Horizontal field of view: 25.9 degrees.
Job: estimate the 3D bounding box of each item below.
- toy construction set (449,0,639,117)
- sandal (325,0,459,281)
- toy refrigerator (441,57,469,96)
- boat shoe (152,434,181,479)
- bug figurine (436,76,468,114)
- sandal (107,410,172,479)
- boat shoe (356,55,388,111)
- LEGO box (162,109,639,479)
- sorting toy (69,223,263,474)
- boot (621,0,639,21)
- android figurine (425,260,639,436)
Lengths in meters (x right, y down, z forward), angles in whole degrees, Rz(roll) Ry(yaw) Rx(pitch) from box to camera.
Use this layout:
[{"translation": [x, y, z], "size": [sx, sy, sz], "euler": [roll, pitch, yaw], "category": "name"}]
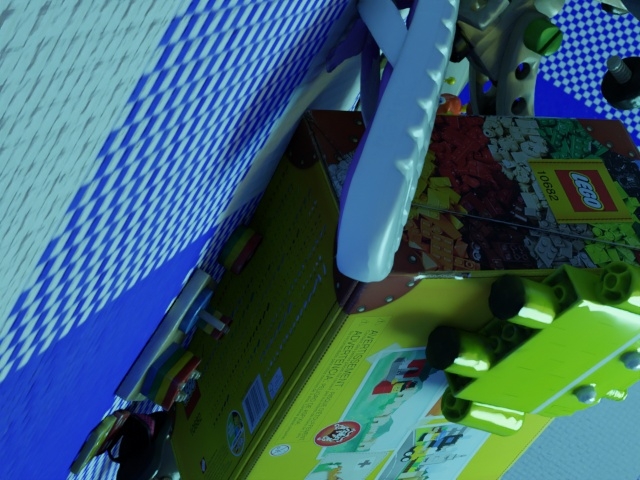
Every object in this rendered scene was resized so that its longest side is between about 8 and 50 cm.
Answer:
[{"translation": [0.207, -0.270, 1.481], "size": [0.257, 0.237, 0.309], "euler": [-34, -140, 20], "category": "toy construction set"}, {"translation": [0.054, -0.149, 1.166], "size": [0.169, 0.102, 0.416], "euler": [99, 6, -45], "category": "sandal"}, {"translation": [0.193, -0.300, 1.860], "size": [0.269, 0.094, 0.102], "euler": [-55, 169, -49], "category": "toy refrigerator"}, {"translation": [-0.222, 0.325, 1.774], "size": [0.207, 0.073, 0.073], "euler": [-57, 179, -15], "category": "boat shoe"}, {"translation": [0.084, -0.108, 1.763], "size": [0.279, 0.072, 0.216], "euler": [-36, 180, 7], "category": "bug figurine"}, {"translation": [-0.180, 0.196, 1.348], "size": [0.067, 0.040, 0.179], "euler": [-46, -170, 2], "category": "sandal"}, {"translation": [0.081, -0.178, 1.679], "size": [0.056, 0.049, 0.152], "euler": [-56, 176, -18], "category": "boat shoe"}, {"translation": [0.088, 0.102, 1.473], "size": [0.500, 0.372, 0.193], "euler": [-60, -140, 44], "category": "LEGO box"}, {"translation": [-0.130, 0.105, 1.277], "size": [0.275, 0.046, 0.132], "euler": [-57, 177, -6], "category": "sorting toy"}, {"translation": [0.351, -0.434, 1.275], "size": [0.445, 0.146, 0.367], "euler": [-55, 141, -56], "category": "boot"}, {"translation": [0.232, 0.105, 1.328], "size": [0.248, 0.272, 0.056], "euler": [-41, -131, 28], "category": "android figurine"}]
